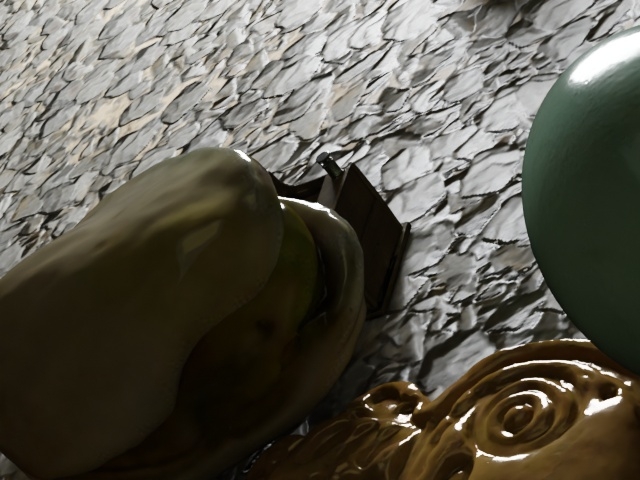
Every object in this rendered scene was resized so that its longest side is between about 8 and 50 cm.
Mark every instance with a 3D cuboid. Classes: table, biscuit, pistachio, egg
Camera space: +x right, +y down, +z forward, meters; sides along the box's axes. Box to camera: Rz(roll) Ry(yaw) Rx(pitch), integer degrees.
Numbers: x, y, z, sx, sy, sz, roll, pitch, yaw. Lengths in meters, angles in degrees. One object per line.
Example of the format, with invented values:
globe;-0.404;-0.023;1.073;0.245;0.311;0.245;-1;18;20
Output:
table;0.000;0.000;1.027;0.070;0.082;0.083;-18;35;33
biscuit;0.057;0.133;0.816;0.288;0.044;0.202;-7;41;41
pistachio;-0.100;0.052;0.964;0.288;0.166;0.197;-29;49;28
egg;0.181;-0.019;0.759;0.168;0.168;0.231;-35;25;5
